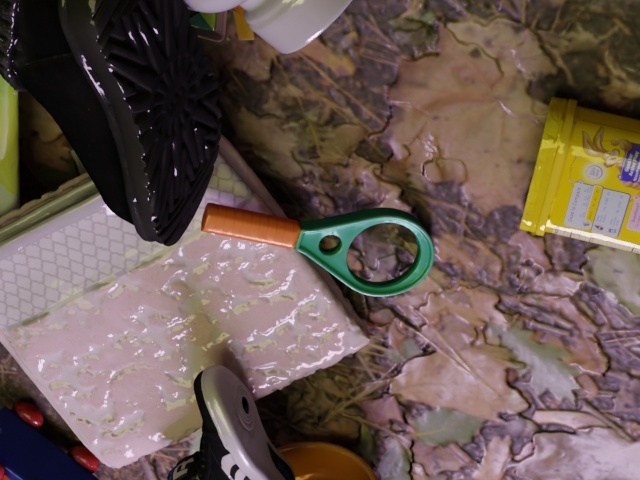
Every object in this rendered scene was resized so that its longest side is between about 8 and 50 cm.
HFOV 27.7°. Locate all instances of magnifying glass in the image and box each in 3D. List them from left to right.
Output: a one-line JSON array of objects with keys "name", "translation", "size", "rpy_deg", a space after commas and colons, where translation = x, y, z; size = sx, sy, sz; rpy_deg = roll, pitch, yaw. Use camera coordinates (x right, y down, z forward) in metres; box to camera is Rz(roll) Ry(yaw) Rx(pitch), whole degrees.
[{"name": "magnifying glass", "translation": [0.000, 0.000, 1.244], "size": [0.231, 0.026, 0.092], "rpy_deg": [12, 117, -15]}]

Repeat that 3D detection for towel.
[{"name": "towel", "translation": [-0.166, 0.065, 1.316], "size": [0.331, 0.053, 0.317], "rpy_deg": [-27, 119, 16]}]

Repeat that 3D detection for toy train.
[{"name": "toy train", "translation": [-0.400, 0.258, 1.578], "size": [0.248, 0.105, 0.143], "rpy_deg": [40, 140, -10]}]

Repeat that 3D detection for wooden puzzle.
[{"name": "wooden puzzle", "translation": [-0.116, -0.222, 1.193], "size": [0.116, 0.014, 0.079], "rpy_deg": [11, 126, 12]}]

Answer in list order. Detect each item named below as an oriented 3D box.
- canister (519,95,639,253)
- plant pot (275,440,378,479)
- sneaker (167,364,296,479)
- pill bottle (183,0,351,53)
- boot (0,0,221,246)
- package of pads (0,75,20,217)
[{"name": "canister", "translation": [0.271, -0.048, 1.141], "size": [0.169, 0.073, 0.126], "rpy_deg": [14, 127, 8]}, {"name": "plant pot", "translation": [0.000, 0.361, 1.455], "size": [0.205, 0.205, 0.188], "rpy_deg": [-5, 138, 22]}, {"name": "sneaker", "translation": [-0.116, 0.222, 1.345], "size": [0.121, 0.079, 0.217], "rpy_deg": [-13, 129, 16]}, {"name": "pill bottle", "translation": [-0.102, -0.289, 1.033], "size": [0.301, 0.169, 0.169], "rpy_deg": [38, 127, -21]}, {"name": "boot", "translation": [-0.232, -0.154, 1.092], "size": [0.260, 0.131, 0.348], "rpy_deg": [17, 145, 21]}, {"name": "package of pads", "translation": [-0.411, -0.103, 1.272], "size": [0.229, 0.101, 0.297], "rpy_deg": [-1, 128, -14]}]
